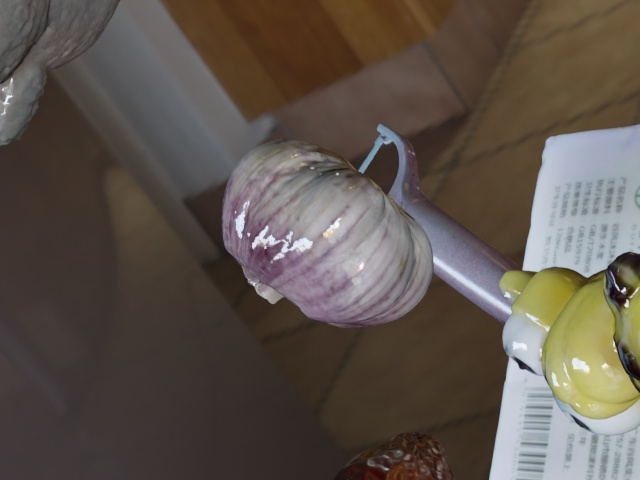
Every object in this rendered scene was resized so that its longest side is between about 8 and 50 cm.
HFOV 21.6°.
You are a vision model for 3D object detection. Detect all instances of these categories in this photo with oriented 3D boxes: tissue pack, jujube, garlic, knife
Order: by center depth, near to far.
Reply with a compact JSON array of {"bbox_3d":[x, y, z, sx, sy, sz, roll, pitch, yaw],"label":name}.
[{"bbox_3d":[0.000,0.000,1.052,0.102,0.147,0.159,-53,23,4],"label":"garlic"},{"bbox_3d":[0.266,0.108,1.143,0.266,0.194,0.357,-2,74,50],"label":"tissue pack"},{"bbox_3d":[0.099,0.015,1.340,0.278,0.053,0.123,38,103,39],"label":"knife"},{"bbox_3d":[0.082,0.303,1.872,0.168,0.168,0.236,-26,16,24],"label":"jujube"}]

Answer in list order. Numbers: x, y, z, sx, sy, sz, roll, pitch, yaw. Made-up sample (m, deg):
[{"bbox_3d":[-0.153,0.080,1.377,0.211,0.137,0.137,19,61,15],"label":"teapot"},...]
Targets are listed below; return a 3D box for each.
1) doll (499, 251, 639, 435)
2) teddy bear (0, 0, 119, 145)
[{"bbox_3d":[0.157,0.048,0.812,0.086,0.117,0.291,-49,6,-9],"label":"doll"},{"bbox_3d":[-0.238,-0.182,1.173,0.151,0.236,0.267,-4,17,27],"label":"teddy bear"}]
